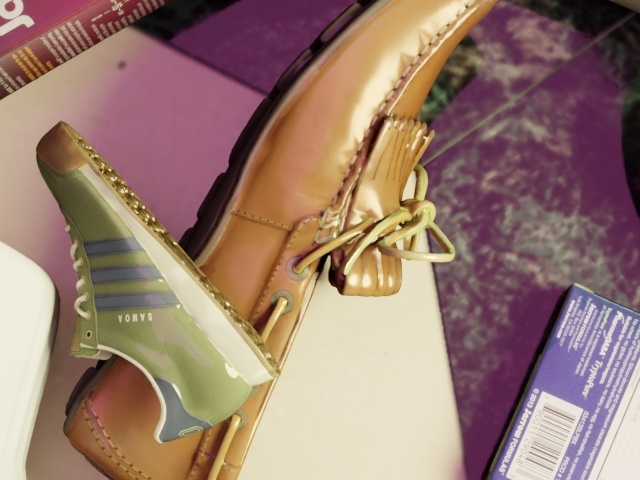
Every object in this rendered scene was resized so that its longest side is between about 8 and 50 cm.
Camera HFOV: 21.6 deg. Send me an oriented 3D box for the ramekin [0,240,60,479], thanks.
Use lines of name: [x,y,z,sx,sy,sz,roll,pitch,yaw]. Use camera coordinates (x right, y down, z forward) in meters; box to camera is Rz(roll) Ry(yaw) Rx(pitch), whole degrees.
ramekin: [-0.281,0.050,0.949,0.277,0.277,0.135,16,76,4]

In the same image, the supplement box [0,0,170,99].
supplement box: [-0.162,-0.182,1.066,0.188,0.081,0.104,-31,83,-2]

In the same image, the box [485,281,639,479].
box: [0.231,0.134,1.036,0.225,0.036,0.136,24,84,6]

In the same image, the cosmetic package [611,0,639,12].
cosmetic package: [0.188,-0.311,1.069,0.377,0.097,0.284,23,86,4]

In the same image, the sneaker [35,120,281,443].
sneaker: [-0.114,0.029,0.939,0.086,0.064,0.192,-42,81,3]

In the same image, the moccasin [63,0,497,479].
moccasin: [0.000,0.000,1.009,0.147,0.139,0.380,33,85,4]
